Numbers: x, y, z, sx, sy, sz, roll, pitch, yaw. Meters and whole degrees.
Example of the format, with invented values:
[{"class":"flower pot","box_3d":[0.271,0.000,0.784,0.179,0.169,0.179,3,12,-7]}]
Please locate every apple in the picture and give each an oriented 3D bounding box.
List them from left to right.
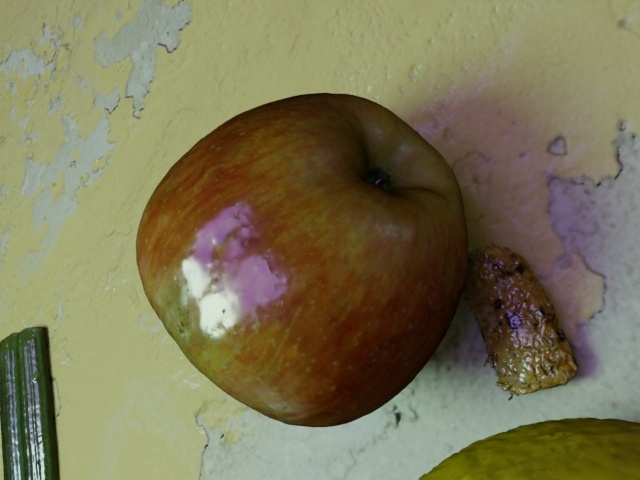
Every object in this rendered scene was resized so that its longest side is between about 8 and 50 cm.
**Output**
[{"class":"apple","box_3d":[0.000,0.000,0.622,0.250,0.277,0.309,-44,24,12]}]

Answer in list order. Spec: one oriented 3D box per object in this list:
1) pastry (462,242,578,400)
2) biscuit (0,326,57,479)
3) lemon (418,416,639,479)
[{"class":"pastry","box_3d":[0.173,0.069,0.645,0.080,0.056,0.140,-28,72,35]},{"class":"biscuit","box_3d":[-0.421,0.286,1.021,0.099,0.038,0.323,-21,69,27]},{"class":"lemon","box_3d":[0.181,0.257,0.474,0.321,0.268,0.268,-8,73,-6]}]
